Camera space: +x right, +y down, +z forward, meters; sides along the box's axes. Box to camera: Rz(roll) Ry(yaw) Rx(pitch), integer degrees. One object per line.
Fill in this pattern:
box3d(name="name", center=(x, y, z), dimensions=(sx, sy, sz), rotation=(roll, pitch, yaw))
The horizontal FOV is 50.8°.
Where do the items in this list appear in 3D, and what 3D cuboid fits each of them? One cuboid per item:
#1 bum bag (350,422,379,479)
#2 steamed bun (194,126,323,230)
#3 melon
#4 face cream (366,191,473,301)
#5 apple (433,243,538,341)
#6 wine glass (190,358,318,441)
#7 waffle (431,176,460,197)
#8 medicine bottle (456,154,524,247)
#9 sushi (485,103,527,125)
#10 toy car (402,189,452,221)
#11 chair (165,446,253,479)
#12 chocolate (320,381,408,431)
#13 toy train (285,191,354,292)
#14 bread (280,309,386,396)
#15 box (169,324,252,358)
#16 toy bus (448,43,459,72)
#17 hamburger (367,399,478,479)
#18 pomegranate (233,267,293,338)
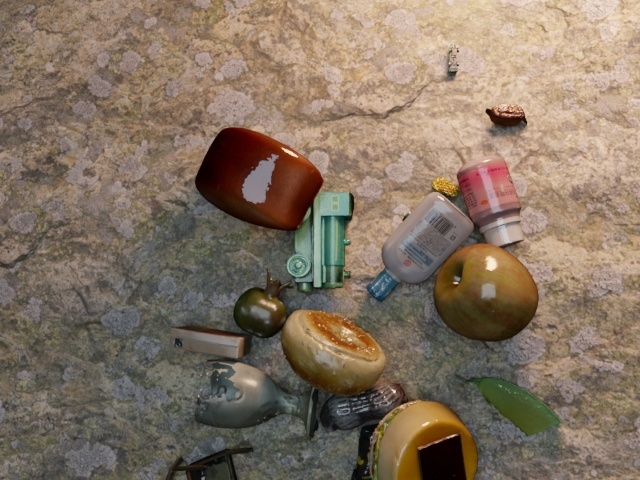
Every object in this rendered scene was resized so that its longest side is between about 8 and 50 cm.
box3d(name="bum bag", center=(0.142, 0.611, 1.841), dimensions=(0.107, 0.060, 0.232), rotation=(14, 84, 8))
box3d(name="steamed bun", center=(-0.197, -0.175, 1.850), dimensions=(0.379, 0.248, 0.235), rotation=(24, 83, 49))
box3d(name="melon", center=(0.518, 0.441, 1.832), dimensions=(0.262, 0.053, 0.113), rotation=(30, 105, 15))
box3d(name="face cream", center=(0.260, 0.033, 1.870), dimensions=(0.163, 0.080, 0.336), rotation=(40, 103, -4))
box3d(name="apple", center=(0.438, 0.141, 1.781), dimensions=(0.234, 0.257, 0.256), rotation=(22, 85, -21))
box3d(name="wine glass", center=(-0.176, 0.436, 1.851), dimensions=(0.357, 0.190, 0.190), rotation=(9, 83, 4))
box3d(name="waffle", center=(0.357, -0.150, 1.922), dimensions=(0.085, 0.078, 0.016), rotation=(31, 131, 5))
box3d(name="medicine bottle", center=(0.474, -0.101, 1.858), dimensions=(0.147, 0.147, 0.246), rotation=(-18, 80, 5))
box3d(name="sushi", center=(0.536, -0.356, 1.932), dimensions=(0.120, 0.055, 0.052), rotation=(-2, 70, -3))
box3d(name="toy car", center=(0.305, -0.083, 1.923), dimensions=(0.143, 0.054, 0.073), rotation=(-41, 78, 1))
box3d(name="chair", center=(-0.295, 0.676, 1.851), dimensions=(0.272, 0.166, 0.188), rotation=(-25, 76, 47))
box3d(name="chocolate", center=(0.117, 0.453, 1.845), dimensions=(0.248, 0.110, 0.110), rotation=(-15, 80, 3))
box3d(name="toy train", center=(0.000, 0.000, 1.924), dimensions=(0.194, 0.120, 0.297), rotation=(0, 82, 3))
box3d(name="bread", center=(0.029, 0.301, 1.792), dimensions=(0.306, 0.305, 0.158), rotation=(24, 104, 11))
box3d(name="box", center=(-0.309, 0.285, 1.911), dimensions=(0.201, 0.141, 0.058), rotation=(8, 88, 10))
box3d(name="toy bus", center=(0.392, -0.535, 1.985), dimensions=(0.031, 0.037, 0.083), rotation=(2, 83, 7))
box3d(name="hamburger", center=(0.259, 0.559, 1.751), dimensions=(0.301, 0.176, 0.300), rotation=(-2, 95, -21))
box3d(name="pomegranate", center=(-0.158, 0.176, 1.905), dimensions=(0.152, 0.131, 0.191), rotation=(24, 97, 5))
